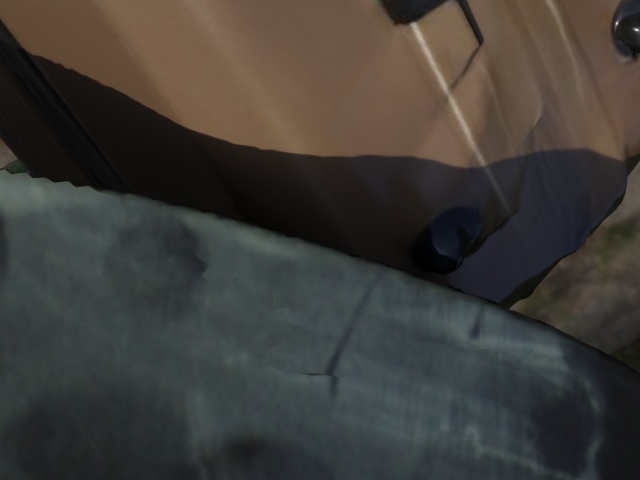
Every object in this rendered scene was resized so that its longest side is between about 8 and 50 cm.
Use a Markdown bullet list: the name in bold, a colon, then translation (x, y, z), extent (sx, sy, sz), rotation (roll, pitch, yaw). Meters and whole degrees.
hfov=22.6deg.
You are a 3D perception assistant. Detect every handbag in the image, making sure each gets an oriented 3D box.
- **handbag**: translation (-0.060, -0.118, 0.445), extent (0.149, 0.283, 0.302), rotation (-47, 135, -13)

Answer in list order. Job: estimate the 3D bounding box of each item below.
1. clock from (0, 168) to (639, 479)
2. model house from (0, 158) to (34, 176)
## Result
- **clock**: translation (-0.052, 0.098, 0.486), extent (0.386, 0.076, 0.386), rotation (10, 156, 4)
- **model house**: translation (-0.027, 0.032, 0.949), extent (0.300, 0.323, 0.340), rotation (-46, -173, -32)
